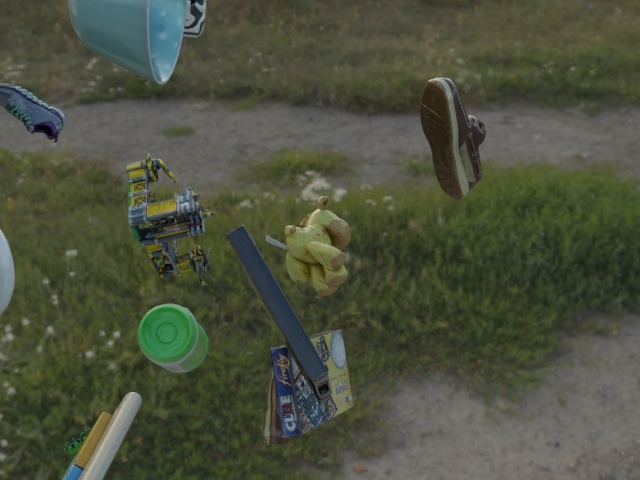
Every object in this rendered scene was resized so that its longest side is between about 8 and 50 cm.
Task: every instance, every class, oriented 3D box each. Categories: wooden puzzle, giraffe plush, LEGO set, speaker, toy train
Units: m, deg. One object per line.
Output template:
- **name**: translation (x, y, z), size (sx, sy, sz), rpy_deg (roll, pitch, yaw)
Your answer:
- **wooden puzzle**: translation (-0.378, 0.364, 1.309), size (0.044, 0.238, 0.221), rpy_deg (35, 39, -11)
- **giraffe plush**: translation (0.000, 0.000, 2.013), size (0.210, 0.181, 0.170), rpy_deg (39, 51, 2)
- **LEGO set**: translation (-0.355, -0.062, 2.142), size (0.192, 0.331, 0.255), rpy_deg (-13, 41, 3)
- **speaker**: translation (-0.312, 0.213, 1.809), size (0.131, 0.131, 0.296), rpy_deg (-5, -13, -4)
- **toy train**: translation (-0.408, 0.345, 1.475), size (0.083, 0.023, 0.017), rpy_deg (-32, 44, -21)

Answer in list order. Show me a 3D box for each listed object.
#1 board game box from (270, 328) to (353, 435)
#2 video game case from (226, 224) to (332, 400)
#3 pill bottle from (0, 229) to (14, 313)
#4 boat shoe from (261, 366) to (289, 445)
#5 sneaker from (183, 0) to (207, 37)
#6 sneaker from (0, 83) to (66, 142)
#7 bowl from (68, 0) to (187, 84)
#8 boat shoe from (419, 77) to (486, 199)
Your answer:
- **board game box**: translation (-0.012, 0.270, 1.639), size (0.042, 0.165, 0.243), rpy_deg (-10, -3, 25)
- **video game case**: translation (-0.063, 0.129, 1.411), size (0.035, 0.248, 0.275), rpy_deg (-30, 74, -7)
- **pill bottle**: translation (-0.867, 0.079, 1.729), size (0.229, 0.229, 0.408), rpy_deg (18, 17, 39)
- **boat shoe**: translation (-0.080, 0.323, 1.682), size (0.060, 0.064, 0.178), rpy_deg (6, 62, -1)
- **sneaker**: translation (-0.306, -0.615, 1.980), size (0.094, 0.235, 0.153), rpy_deg (9, -20, -4)
- **sneaker**: translation (-0.839, -0.363, 2.402), size (0.224, 0.083, 0.098), rpy_deg (24, 47, -25)
- **bowl**: translation (-0.350, -0.446, 1.524), size (0.163, 0.311, 0.311), rpy_deg (7, 25, 0)
- **boat shoe**: translation (0.333, -0.257, 2.029), size (0.123, 0.342, 0.123), rpy_deg (-33, 39, -16)
